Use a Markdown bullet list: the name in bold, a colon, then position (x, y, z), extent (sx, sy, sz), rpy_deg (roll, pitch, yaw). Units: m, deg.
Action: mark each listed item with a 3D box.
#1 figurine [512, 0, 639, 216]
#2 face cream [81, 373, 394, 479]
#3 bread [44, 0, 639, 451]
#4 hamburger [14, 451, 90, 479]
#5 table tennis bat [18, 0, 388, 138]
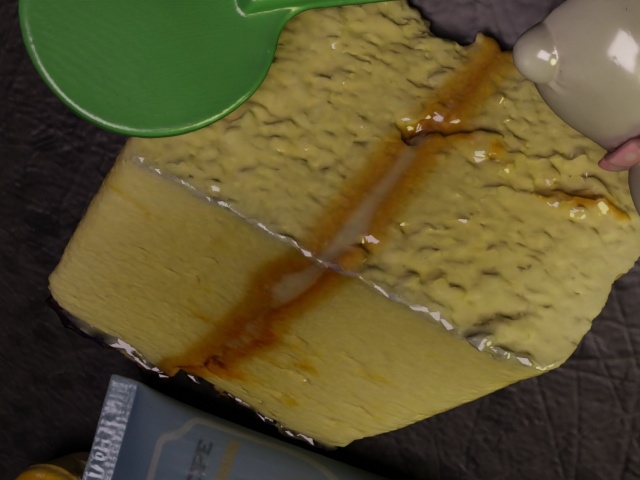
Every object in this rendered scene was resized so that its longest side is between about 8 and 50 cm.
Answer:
- **figurine**: position (0.242, -0.066, 0.624), extent (0.236, 0.155, 0.127), rpy_deg (54, 152, 1)
- **face cream**: position (-0.017, 0.228, 0.850), extent (0.385, 0.086, 0.136), rpy_deg (14, 84, 8)
- **bread**: position (0.000, 0.000, 0.804), extent (0.345, 0.242, 0.405), rpy_deg (37, 151, -1)
- **hamburger**: position (-0.218, 0.303, 0.944), extent (0.172, 0.116, 0.210), rpy_deg (-8, 103, 23)
- **table tennis bat**: position (-0.064, -0.156, 0.650), extent (0.257, 0.039, 0.161), rpy_deg (-12, 96, -4)
